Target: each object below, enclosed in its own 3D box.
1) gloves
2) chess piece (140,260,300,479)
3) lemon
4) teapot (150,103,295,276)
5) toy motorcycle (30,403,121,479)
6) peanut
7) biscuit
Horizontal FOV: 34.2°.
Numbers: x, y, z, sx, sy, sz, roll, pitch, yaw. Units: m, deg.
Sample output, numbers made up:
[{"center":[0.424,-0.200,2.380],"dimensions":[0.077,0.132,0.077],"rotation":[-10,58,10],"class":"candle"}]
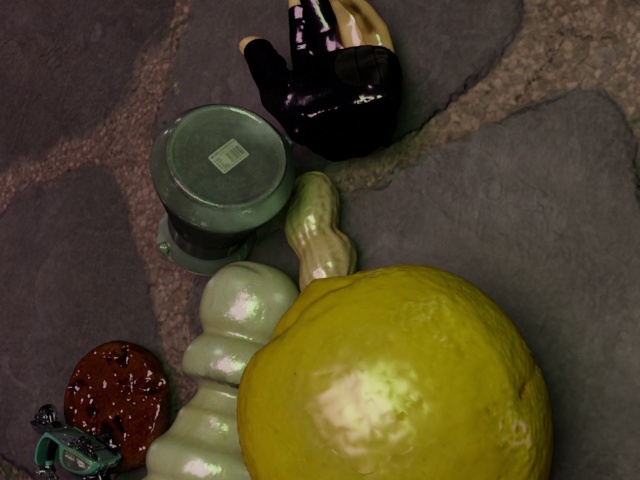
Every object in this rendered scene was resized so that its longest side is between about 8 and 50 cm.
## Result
[{"center":[-0.002,-0.229,1.324],"dimensions":[0.197,0.152,0.301],"rotation":[-15,64,4],"class":"gloves"},{"center":[-0.110,0.189,1.300],"dimensions":[0.182,0.182,0.330],"rotation":[6,76,30],"class":"chess piece"},{"center":[0.080,0.193,1.090],"dimensions":[0.348,0.348,0.347],"rotation":[-6,77,28],"class":"lemon"},{"center":[-0.119,-0.064,1.308],"dimensions":[0.203,0.225,0.171],"rotation":[-34,78,-23],"class":"teapot"},{"center":[-0.339,0.293,1.412],"dimensions":[0.173,0.058,0.100],"rotation":[21,101,33],"class":"toy motorcycle"},{"center":[0.000,0.000,1.318],"dimensions":[0.082,0.082,0.187],"rotation":[-24,68,23],"class":"peanut"},{"center":[-0.282,0.232,1.445],"dimensions":[0.192,0.049,0.192],"rotation":[-10,73,35],"class":"biscuit"}]
